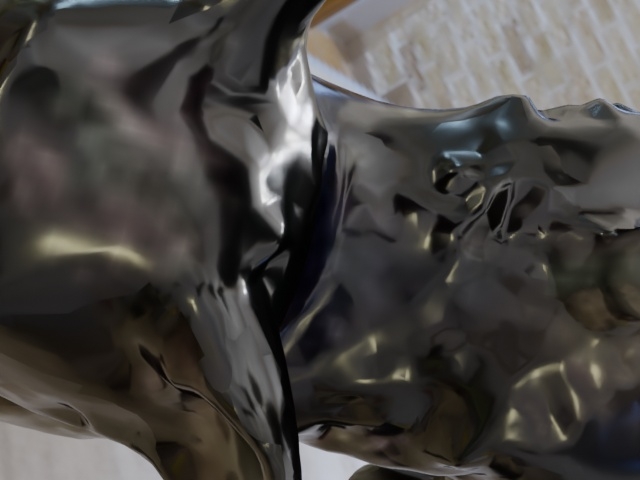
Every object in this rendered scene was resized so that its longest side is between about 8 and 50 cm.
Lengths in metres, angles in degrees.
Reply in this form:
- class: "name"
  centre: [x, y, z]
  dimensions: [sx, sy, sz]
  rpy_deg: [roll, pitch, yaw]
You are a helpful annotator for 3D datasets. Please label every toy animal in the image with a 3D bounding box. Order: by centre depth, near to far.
- class: "toy animal"
  centre: [0.000, 0.000, 0.421]
  dimensions: [0.344, 0.302, 0.194]
  rpy_deg: [15, 78, -29]
